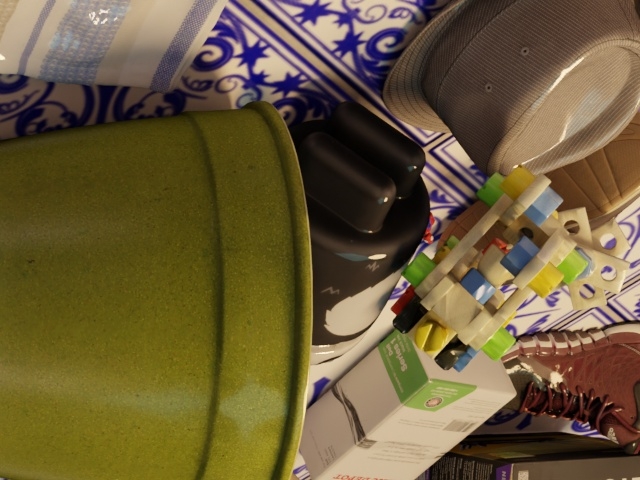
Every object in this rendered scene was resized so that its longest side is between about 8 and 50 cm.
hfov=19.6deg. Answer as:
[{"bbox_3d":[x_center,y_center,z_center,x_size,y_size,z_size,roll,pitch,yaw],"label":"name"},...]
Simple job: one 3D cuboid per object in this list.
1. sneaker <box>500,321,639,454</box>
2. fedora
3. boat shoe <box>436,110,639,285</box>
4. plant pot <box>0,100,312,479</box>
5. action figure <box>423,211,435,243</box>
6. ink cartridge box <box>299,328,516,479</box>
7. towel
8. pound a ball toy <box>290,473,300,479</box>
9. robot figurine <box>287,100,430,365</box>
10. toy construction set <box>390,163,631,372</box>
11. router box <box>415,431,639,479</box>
[{"bbox_3d":[0.318,0.197,2.280,0.281,0.162,0.106,-11,147,-21],"label":"sneaker"},{"bbox_3d":[0.203,-0.145,1.719,0.275,0.124,0.243,-40,145,24],"label":"fedora"},{"bbox_3d":[0.253,-0.038,1.949,0.285,0.103,0.092,-37,155,22],"label":"boat shoe"},{"bbox_3d":[-0.224,0.059,1.575,0.353,0.366,0.366,1,143,-16],"label":"plant pot"},{"bbox_3d":[0.096,-0.024,1.928,0.038,0.030,0.115,-33,150,6],"label":"action figure"},{"bbox_3d":[0.096,0.202,2.206,0.160,0.093,0.219,13,134,-44],"label":"ink cartridge box"},{"bbox_3d":[-0.196,-0.198,1.461,0.285,0.034,0.209,2,140,-36],"label":"towel"},{"bbox_3d":[-0.173,0.300,2.175,0.208,0.135,0.319,-52,147,-3],"label":"pound a ball toy"},{"bbox_3d":[0.003,0.000,1.759,0.209,0.174,0.278,-4,143,-27],"label":"robot figurine"},{"bbox_3d":[0.178,0.025,1.768,0.215,0.151,0.327,-49,162,13],"label":"toy construction set"},{"bbox_3d":[0.275,0.298,2.358,0.308,0.081,0.243,2,-179,-37],"label":"router box"}]
